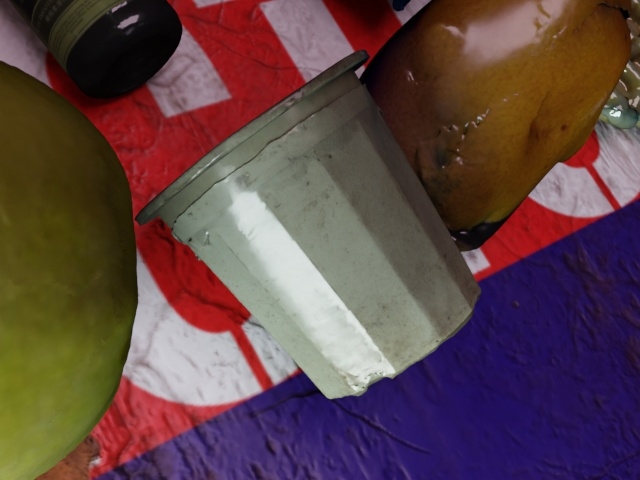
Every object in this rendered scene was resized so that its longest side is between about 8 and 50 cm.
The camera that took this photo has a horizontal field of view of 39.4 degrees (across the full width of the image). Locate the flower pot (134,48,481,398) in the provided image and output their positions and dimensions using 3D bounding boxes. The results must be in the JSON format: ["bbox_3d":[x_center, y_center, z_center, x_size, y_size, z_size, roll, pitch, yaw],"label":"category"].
[{"bbox_3d":[0.000,0.000,0.670,0.212,0.212,0.202,-39,99,-33],"label":"flower pot"}]

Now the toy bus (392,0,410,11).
[{"bbox_3d":[0.094,-0.375,0.873,0.175,0.138,0.287,32,58,12],"label":"toy bus"}]

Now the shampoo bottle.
[{"bbox_3d":[-0.234,-0.250,0.734,0.101,0.101,0.284,-34,81,-32],"label":"shampoo bottle"}]

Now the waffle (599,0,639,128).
[{"bbox_3d":[0.269,-0.248,0.971,0.309,0.056,0.291,11,61,-21],"label":"waffle"}]

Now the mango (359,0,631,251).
[{"bbox_3d":[0.149,-0.135,0.776,0.287,0.201,0.153,-43,53,-11],"label":"mango"}]

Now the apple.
[{"bbox_3d":[-0.239,0.009,0.522,0.258,0.233,0.295,-4,67,-21],"label":"apple"}]
